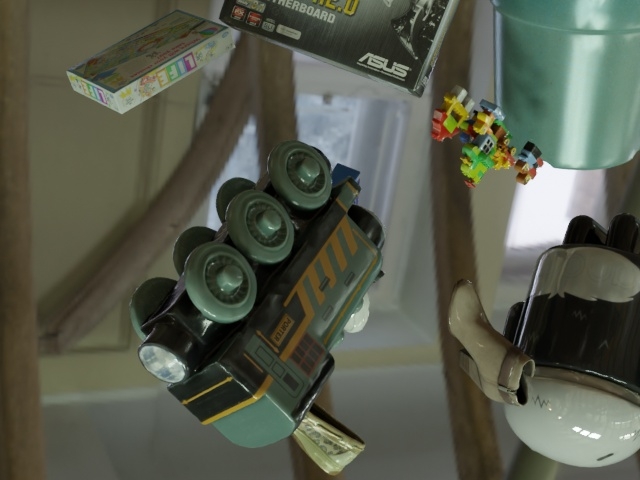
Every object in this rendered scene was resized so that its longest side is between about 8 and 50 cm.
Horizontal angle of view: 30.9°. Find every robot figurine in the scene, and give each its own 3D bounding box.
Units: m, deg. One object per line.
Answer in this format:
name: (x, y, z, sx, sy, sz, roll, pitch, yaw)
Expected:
robot figurine: (0.305, 0.112, 1.287, 0.173, 0.278, 0.209, 18, 162, 0)

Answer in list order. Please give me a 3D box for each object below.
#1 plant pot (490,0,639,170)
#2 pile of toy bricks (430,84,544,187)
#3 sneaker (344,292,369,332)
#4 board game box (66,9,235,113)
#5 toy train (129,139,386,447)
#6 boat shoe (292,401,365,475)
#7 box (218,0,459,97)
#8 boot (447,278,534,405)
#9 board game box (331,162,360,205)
plant pot: (0.426, -0.317, 1.918, 0.341, 0.334, 0.341, 0, -150, 0)
pile of toy bricks: (0.248, -0.131, 1.754, 0.118, 0.105, 0.212, 32, 176, 38)
sneaker: (0.010, 0.077, 2.144, 0.115, 0.232, 0.090, -32, -163, -35)
board game box: (-0.184, -0.197, 1.255, 0.154, 0.026, 0.103, -35, -141, -25)
toy train: (-0.048, 0.045, 1.146, 0.190, 0.142, 0.334, 47, -136, -13)
boat shoe: (-0.037, 0.313, 2.182, 0.285, 0.089, 0.104, 47, -168, -8)
box: (0.032, -0.274, 1.212, 0.231, 0.183, 0.056, 23, -175, 13)
boot: (0.166, 0.101, 1.106, 0.042, 0.118, 0.087, -30, -144, -28)
board game box: (0.000, 0.000, 1.916, 0.047, 0.160, 0.210, 22, -123, 15)
